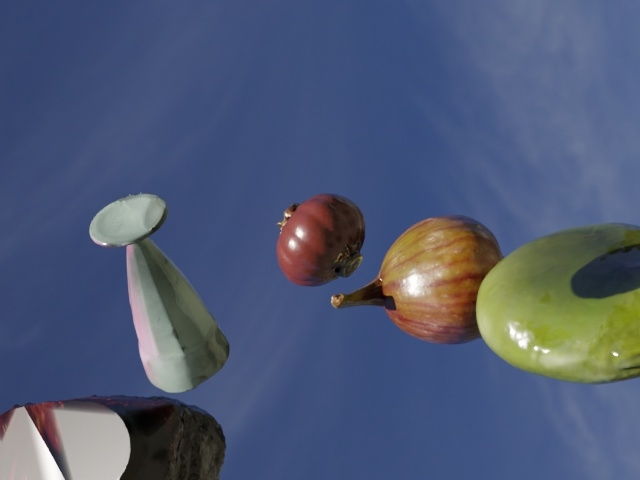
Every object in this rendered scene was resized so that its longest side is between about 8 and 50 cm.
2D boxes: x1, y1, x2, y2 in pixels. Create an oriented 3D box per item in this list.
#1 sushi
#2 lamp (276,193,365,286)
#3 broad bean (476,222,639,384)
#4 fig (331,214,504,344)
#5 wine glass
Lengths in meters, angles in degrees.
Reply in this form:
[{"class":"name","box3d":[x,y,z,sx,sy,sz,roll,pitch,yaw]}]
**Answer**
[{"class":"sushi","box3d":[-0.196,0.203,1.327,0.126,0.225,0.136,21,-122,-51]},{"class":"lamp","box3d":[0.000,0.000,1.515,0.101,0.090,0.101,-42,-22,-21]},{"class":"broad bean","box3d":[0.312,0.069,1.692,0.238,0.291,0.119,-47,-51,-37]},{"class":"fig","box3d":[0.127,0.054,1.879,0.175,0.207,0.175,-11,-90,-80]},{"class":"wine glass","box3d":[-0.130,0.042,1.212,0.073,0.073,0.155,-54,-43,-39]}]
